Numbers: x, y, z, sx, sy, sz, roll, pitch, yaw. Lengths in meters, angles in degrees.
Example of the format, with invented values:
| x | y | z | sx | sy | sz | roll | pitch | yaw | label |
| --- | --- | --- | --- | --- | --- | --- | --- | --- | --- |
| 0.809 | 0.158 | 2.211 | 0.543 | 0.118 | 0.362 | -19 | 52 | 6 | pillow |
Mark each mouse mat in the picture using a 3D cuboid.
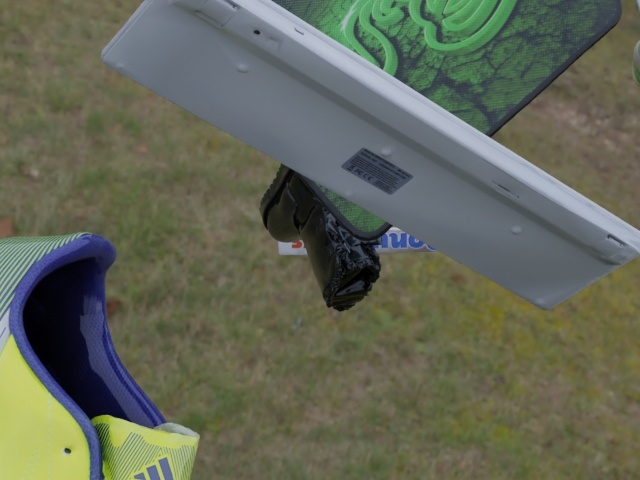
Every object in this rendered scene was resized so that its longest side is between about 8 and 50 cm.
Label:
| x | y | z | sx | sy | sz | roll | pitch | yaw | label |
| --- | --- | --- | --- | --- | --- | --- | --- | --- | --- |
| 0.045 | -0.112 | 0.672 | 0.153 | 0.189 | 0.007 | 49 | 5 | 16 | mouse mat |

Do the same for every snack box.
| x | y | z | sx | sy | sz | roll | pitch | yaw | label |
| --- | --- | --- | --- | --- | --- | --- | --- | --- | --- |
| 0.055 | -0.006 | 0.998 | 0.178 | 0.022 | 0.064 | -1 | 11 | -1 | snack box |

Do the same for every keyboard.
| x | y | z | sx | sy | sz | roll | pitch | yaw | label |
| --- | --- | --- | --- | --- | --- | --- | --- | --- | --- |
| 0.031 | -0.037 | 0.544 | 0.256 | 0.072 | 0.014 | 29 | 52 | -24 | keyboard |

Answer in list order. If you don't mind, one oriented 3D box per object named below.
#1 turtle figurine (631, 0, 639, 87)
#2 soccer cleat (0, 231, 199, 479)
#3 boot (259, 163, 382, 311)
| x | y | z | sx | sy | sz | roll | pitch | yaw | label |
| --- | --- | --- | --- | --- | --- | --- | --- | --- | --- |
| 0.353 | -0.132 | 0.986 | 0.197 | 0.266 | 0.275 | -4 | 8 | 8 | turtle figurine |
| -0.096 | 0.129 | 0.491 | 0.121 | 0.093 | 0.289 | -22 | 71 | 10 | soccer cleat |
| 0.000 | 0.000 | 0.818 | 0.045 | 0.121 | 0.099 | -14 | 66 | -20 | boot |
